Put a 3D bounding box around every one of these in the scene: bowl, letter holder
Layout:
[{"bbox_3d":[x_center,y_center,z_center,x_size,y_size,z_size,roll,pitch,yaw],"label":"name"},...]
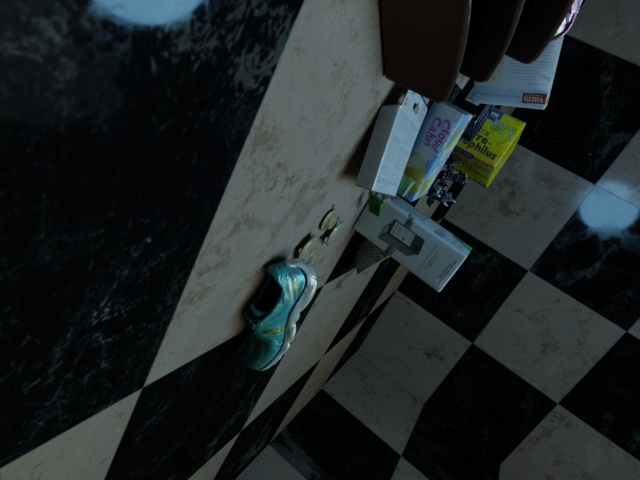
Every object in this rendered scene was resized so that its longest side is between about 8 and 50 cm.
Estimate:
[{"bbox_3d":[0.168,0.032,1.308,0.170,0.080,0.170,-29,173,-4],"label":"bowl"},{"bbox_3d":[0.210,-0.323,0.567,0.152,0.214,0.302,-53,163,-5],"label":"letter holder"}]

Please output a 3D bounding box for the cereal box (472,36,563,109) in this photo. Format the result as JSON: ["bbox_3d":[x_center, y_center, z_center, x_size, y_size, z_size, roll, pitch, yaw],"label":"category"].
[{"bbox_3d":[0.460,-0.437,0.973,0.047,0.172,0.240,-41,139,-44],"label":"cereal box"}]

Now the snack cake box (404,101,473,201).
[{"bbox_3d":[0.307,-0.250,1.172,0.152,0.089,0.264,-25,146,-57],"label":"snack cake box"}]

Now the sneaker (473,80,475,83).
[{"bbox_3d":[0.489,-0.535,1.124,0.252,0.102,0.111,-66,160,7],"label":"sneaker"}]

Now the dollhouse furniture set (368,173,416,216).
[{"bbox_3d":[0.176,-0.135,1.065,0.152,0.076,0.059,-48,160,-18],"label":"dollhouse furniture set"}]

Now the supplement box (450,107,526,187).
[{"bbox_3d":[0.657,-0.374,1.691,0.195,0.194,0.356,-56,162,4],"label":"supplement box"}]

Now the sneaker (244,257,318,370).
[{"bbox_3d":[-0.109,0.151,0.856,0.109,0.107,0.275,-1,122,-45],"label":"sneaker"}]

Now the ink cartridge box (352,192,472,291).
[{"bbox_3d":[0.261,-0.008,1.171,0.122,0.289,0.211,-58,163,19],"label":"ink cartridge box"}]

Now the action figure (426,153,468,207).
[{"bbox_3d":[0.488,-0.215,1.638,0.164,0.140,0.276,-63,163,-12],"label":"action figure"}]

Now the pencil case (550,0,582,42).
[{"bbox_3d":[0.362,-0.450,0.726,0.124,0.124,0.284,106,-1,-48],"label":"pencil case"}]

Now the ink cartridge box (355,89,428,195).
[{"bbox_3d":[0.159,-0.211,0.904,0.223,0.045,0.224,-5,117,-68],"label":"ink cartridge box"}]

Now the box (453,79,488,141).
[{"bbox_3d":[0.486,-0.422,1.317,0.156,0.093,0.158,-55,162,1],"label":"box"}]

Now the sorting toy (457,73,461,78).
[{"bbox_3d":[0.355,-0.435,1.042,0.083,0.045,0.075,-36,162,-47],"label":"sorting toy"}]

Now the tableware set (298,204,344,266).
[{"bbox_3d":[0.000,0.000,0.944,0.169,0.020,0.141,-50,161,-17],"label":"tableware set"}]
